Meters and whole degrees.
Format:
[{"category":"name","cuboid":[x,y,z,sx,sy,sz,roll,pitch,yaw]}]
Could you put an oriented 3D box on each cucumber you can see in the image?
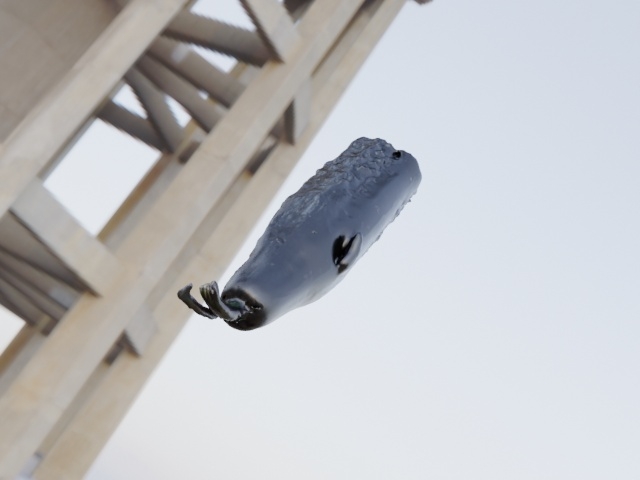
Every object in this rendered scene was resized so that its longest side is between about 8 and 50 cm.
[{"category":"cucumber","cuboid":[0.000,0.000,0.347,0.039,0.163,0.043,-6,-68,25]}]
